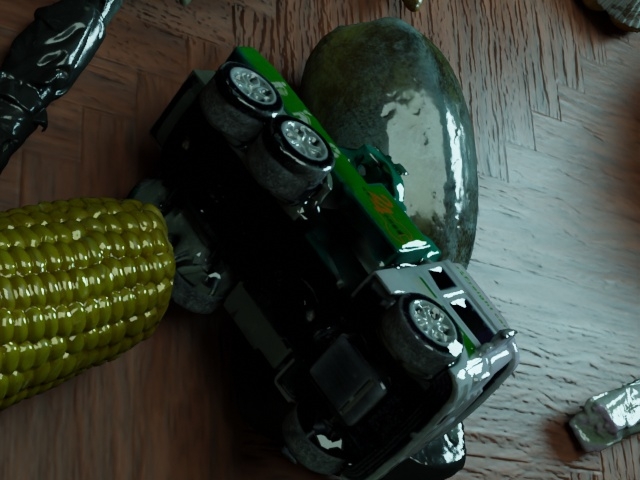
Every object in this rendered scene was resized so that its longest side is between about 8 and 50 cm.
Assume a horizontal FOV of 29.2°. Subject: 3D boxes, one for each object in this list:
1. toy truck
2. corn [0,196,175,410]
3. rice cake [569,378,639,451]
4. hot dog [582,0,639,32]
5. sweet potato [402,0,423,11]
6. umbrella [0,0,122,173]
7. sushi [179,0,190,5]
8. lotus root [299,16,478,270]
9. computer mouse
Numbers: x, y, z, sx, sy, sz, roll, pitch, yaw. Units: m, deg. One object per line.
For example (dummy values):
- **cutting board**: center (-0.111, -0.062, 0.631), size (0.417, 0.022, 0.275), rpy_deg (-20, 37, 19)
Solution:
- **toy truck**: center (-0.004, 0.002, 0.949), size (0.178, 0.176, 0.363), rpy_deg (-6, 53, -50)
- **corn**: center (-0.252, 0.059, 0.784), size (0.387, 0.144, 0.144), rpy_deg (-16, 83, -41)
- **rice cake**: center (0.362, 0.173, 1.315), size (0.269, 0.049, 0.055), rpy_deg (-10, 57, -42)
- **hot dog**: center (0.410, -0.334, 1.556), size (0.252, 0.069, 0.131), rpy_deg (-32, 85, -46)
- **sweet potato**: center (0.090, -0.309, 1.292), size (0.044, 0.044, 0.179), rpy_deg (22, 52, -32)
- **umbrella**: center (-0.219, -0.134, 0.949), size (0.066, 0.059, 0.236), rpy_deg (14, 49, 13)
- **sushi**: center (-0.101, -0.395, 1.019), size (0.417, 0.175, 0.418), rpy_deg (-4, 96, -36)
- **lotus root**: center (0.070, -0.042, 1.098), size (0.158, 0.140, 0.322), rpy_deg (3, 73, -40)
- **computer mouse**: center (0.021, 0.138, 1.023), size (0.217, 0.073, 0.122), rpy_deg (29, 39, -17)
